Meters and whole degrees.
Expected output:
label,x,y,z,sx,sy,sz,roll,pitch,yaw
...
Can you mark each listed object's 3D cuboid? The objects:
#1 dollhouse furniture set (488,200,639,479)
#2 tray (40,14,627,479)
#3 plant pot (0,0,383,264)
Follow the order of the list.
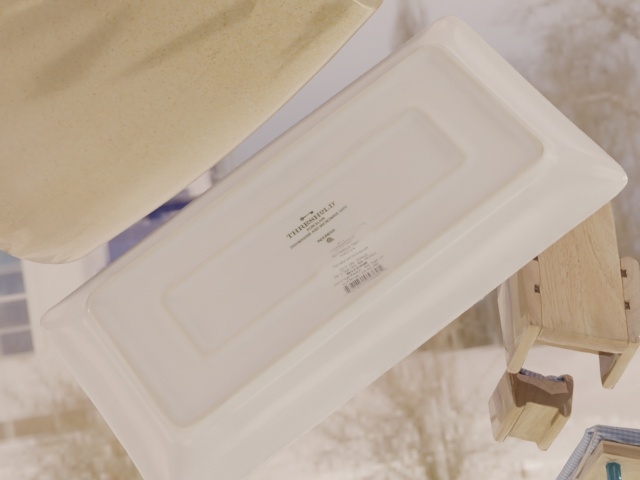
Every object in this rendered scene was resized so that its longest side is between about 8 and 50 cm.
label,x,y,z,sx,sy,sz,roll,pitch,yaw
dollhouse furniture set,0.231,0.097,1.022,0.286,0.198,0.303,10,-43,-6
tray,0.000,0.000,0.701,0.270,0.145,0.030,-37,-31,-7
plant pot,-0.105,-0.152,0.936,0.274,0.256,0.256,-23,-10,24
